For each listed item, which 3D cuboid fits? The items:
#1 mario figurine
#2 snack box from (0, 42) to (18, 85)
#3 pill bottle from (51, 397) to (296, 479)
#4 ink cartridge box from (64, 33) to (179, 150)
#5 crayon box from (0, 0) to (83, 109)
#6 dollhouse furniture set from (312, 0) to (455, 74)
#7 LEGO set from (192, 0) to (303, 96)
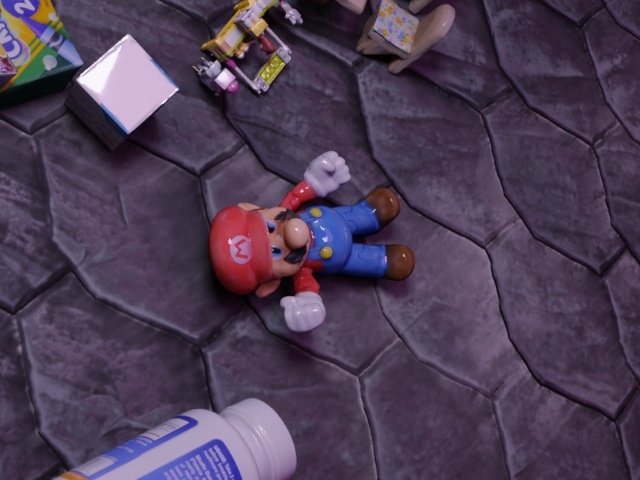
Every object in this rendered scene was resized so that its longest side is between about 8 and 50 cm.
[{"bbox_3d":[0.000,0.000,1.513,0.321,0.170,0.198,-7,41,-42],"label":"mario figurine"},{"bbox_3d":[-0.404,-0.216,1.282,0.100,0.037,0.141,59,18,0],"label":"snack box"},{"bbox_3d":[-0.163,0.284,1.315,0.272,0.152,0.152,-23,85,-36],"label":"pill bottle"},{"bbox_3d":[-0.253,-0.180,1.455,0.092,0.143,0.090,47,72,-8],"label":"ink cartridge box"},{"bbox_3d":[-0.470,-0.236,1.368,0.323,0.083,0.203,-27,87,-36],"label":"crayon box"},{"bbox_3d":[0.082,-0.528,1.723,0.362,0.256,0.394,30,58,-19],"label":"dollhouse furniture set"},{"bbox_3d":[-0.049,-0.303,1.610,0.287,0.132,0.107,-46,111,-2],"label":"LEGO set"}]
